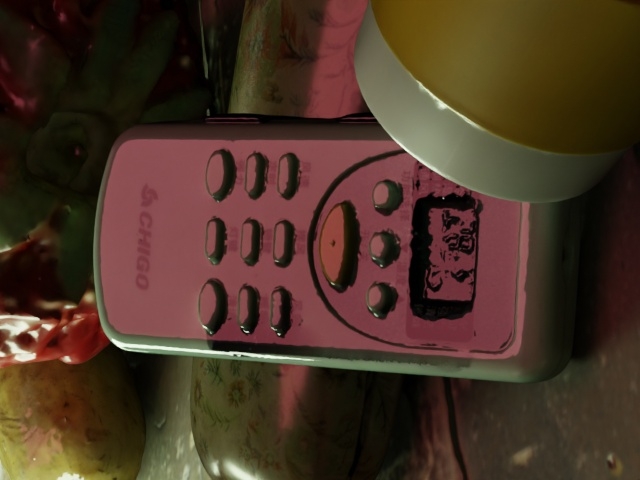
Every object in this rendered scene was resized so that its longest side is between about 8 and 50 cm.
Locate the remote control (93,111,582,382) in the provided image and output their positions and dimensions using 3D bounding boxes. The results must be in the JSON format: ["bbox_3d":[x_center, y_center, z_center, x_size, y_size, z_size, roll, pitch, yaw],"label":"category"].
[{"bbox_3d":[0.000,0.000,1.060,0.296,0.056,0.140,3,87,31],"label":"remote control"}]

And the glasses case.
[{"bbox_3d":[0.004,-0.048,1.161,0.156,0.098,0.425,13,95,52],"label":"glasses case"}]

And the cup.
[{"bbox_3d":[0.129,-0.158,0.908,0.241,0.185,0.226,-60,-2,-47],"label":"cup"}]

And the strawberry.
[{"bbox_3d":[-0.257,-0.080,1.433,0.345,0.295,0.317,12,108,44],"label":"strawberry"}]

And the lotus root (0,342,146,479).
[{"bbox_3d":[-0.199,0.128,1.496,0.125,0.118,0.221,-47,44,23],"label":"lotus root"}]
